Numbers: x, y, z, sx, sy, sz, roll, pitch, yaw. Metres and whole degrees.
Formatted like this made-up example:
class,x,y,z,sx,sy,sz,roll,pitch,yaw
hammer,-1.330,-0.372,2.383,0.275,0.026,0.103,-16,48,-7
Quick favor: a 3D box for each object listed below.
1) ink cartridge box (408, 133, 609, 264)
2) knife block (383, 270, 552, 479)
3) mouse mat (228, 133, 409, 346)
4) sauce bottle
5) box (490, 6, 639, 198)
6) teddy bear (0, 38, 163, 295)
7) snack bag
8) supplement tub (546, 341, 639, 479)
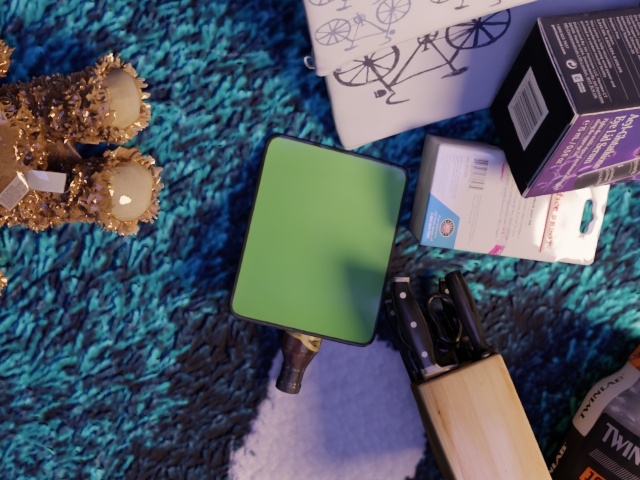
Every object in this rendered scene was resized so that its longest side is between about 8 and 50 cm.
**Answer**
class,x,y,z,sx,sy,sz,roll,pitch,yaw
ink cartridge box,0.189,-0.040,1.242,0.181,0.061,0.104,8,103,-10
knife block,0.146,0.164,1.194,0.088,0.276,0.242,-22,129,-2
mouse mat,0.000,0.000,1.224,0.152,0.007,0.190,14,82,-11
sauce bottle,-0.016,0.093,1.256,0.042,0.042,0.128,13,104,-11
box,0.286,-0.133,1.157,0.207,0.153,0.108,-9,65,-14
teddy bear,-0.313,-0.072,1.150,0.338,0.113,0.245,-26,113,-9
snack bag,0.141,-0.204,1.094,0.323,0.342,0.037,-17,61,-2
supplement tub,0.320,0.274,1.272,0.193,0.193,0.316,25,98,-13
